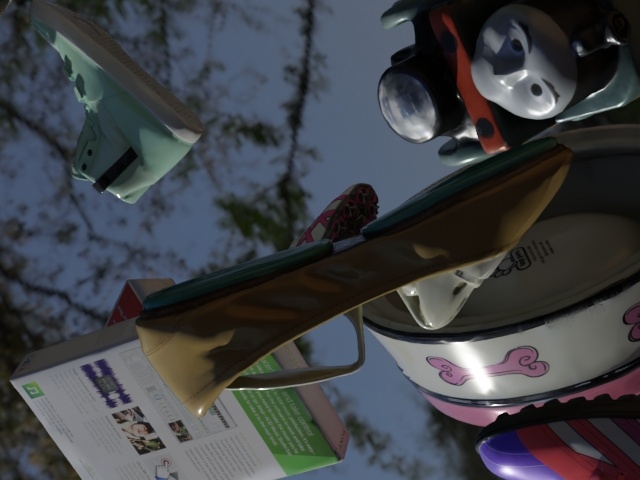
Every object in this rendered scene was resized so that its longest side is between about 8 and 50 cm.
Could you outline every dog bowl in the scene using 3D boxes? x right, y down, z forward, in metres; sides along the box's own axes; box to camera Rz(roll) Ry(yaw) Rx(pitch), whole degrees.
[{"bbox_3d":[0.239,0.039,1.532,0.408,0.408,0.150,-88,-24,-64],"label":"dog bowl"}]

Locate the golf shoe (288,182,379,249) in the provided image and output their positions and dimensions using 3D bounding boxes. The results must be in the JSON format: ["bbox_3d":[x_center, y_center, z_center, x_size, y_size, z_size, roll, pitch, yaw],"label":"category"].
[{"bbox_3d":[0.000,0.000,1.795,0.086,0.186,0.067,14,152,46],"label":"golf shoe"}]

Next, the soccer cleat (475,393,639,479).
[{"bbox_3d":[0.279,0.191,1.128,0.108,0.318,0.116,101,173,-66],"label":"soccer cleat"}]

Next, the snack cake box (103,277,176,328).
[{"bbox_3d":[-0.231,0.198,2.207,0.089,0.152,0.264,0,-140,-41],"label":"snack cake box"}]

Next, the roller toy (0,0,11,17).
[{"bbox_3d":[-0.406,-0.275,1.468,0.191,0.209,0.146,44,-120,-38],"label":"roller toy"}]

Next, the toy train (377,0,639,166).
[{"bbox_3d":[0.188,-0.154,0.939,0.334,0.190,0.142,-29,-81,-37],"label":"toy train"}]

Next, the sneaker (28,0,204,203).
[{"bbox_3d":[-0.274,-0.157,1.688,0.256,0.151,0.094,43,-166,8],"label":"sneaker"}]

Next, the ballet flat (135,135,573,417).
[{"bbox_3d":[0.024,0.022,0.721,0.080,0.232,0.073,-52,-60,-81],"label":"ballet flat"}]

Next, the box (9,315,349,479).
[{"bbox_3d":[-0.158,0.187,1.643,0.232,0.322,0.058,60,-152,-23],"label":"box"}]
